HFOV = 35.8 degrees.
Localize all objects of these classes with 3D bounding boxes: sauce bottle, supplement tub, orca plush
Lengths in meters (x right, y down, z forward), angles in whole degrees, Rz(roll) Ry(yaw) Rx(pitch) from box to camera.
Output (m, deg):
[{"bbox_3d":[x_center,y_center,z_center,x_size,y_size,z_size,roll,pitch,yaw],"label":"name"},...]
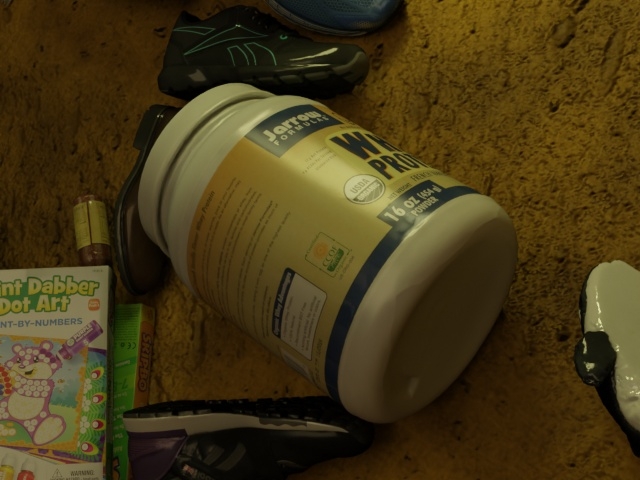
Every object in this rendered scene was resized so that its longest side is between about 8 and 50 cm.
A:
[{"bbox_3d":[-0.272,0.009,1.186,0.042,0.042,0.128,-18,68,22],"label":"sauce bottle"},{"bbox_3d":[0.000,0.000,0.941,0.316,0.228,0.228,33,93,30],"label":"supplement tub"},{"bbox_3d":[0.300,0.147,0.826,0.151,0.102,0.287,-21,48,-25],"label":"orca plush"}]

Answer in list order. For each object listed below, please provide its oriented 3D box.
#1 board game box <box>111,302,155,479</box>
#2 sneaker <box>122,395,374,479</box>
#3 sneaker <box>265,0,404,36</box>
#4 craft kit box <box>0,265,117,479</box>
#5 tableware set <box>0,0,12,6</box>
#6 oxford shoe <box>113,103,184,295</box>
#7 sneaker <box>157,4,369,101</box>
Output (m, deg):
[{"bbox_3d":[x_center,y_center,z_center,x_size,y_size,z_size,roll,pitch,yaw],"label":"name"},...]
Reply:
[{"bbox_3d":[-0.256,0.204,1.130,0.124,0.039,0.260,-5,72,27],"label":"board game box"},{"bbox_3d":[-0.069,0.227,1.007,0.283,0.107,0.124,-6,88,29],"label":"sneaker"},{"bbox_3d":[-0.055,-0.334,1.059,0.330,0.147,0.130,33,94,-3],"label":"sneaker"},{"bbox_3d":[-0.351,0.155,1.083,0.249,0.061,0.247,-3,71,-3],"label":"craft kit box"},{"bbox_3d":[-0.498,-0.346,1.399,0.128,0.039,0.194,31,92,30],"label":"tableware set"},{"bbox_3d":[-0.174,-0.046,1.129,0.096,0.083,0.227,8,81,24],"label":"oxford shoe"},{"bbox_3d":[-0.070,-0.213,1.104,0.267,0.101,0.106,3,84,28],"label":"sneaker"}]
